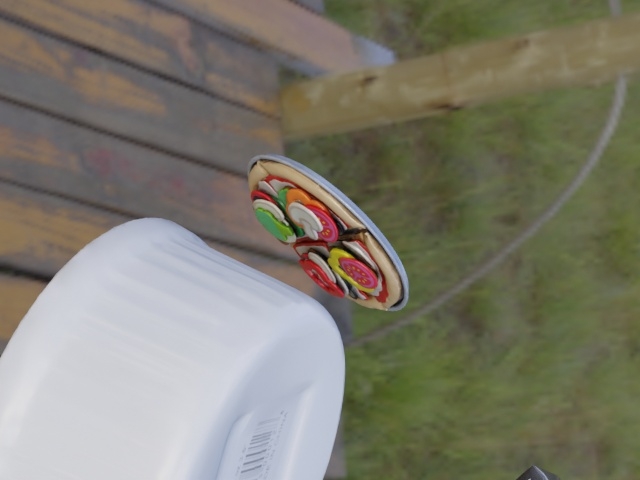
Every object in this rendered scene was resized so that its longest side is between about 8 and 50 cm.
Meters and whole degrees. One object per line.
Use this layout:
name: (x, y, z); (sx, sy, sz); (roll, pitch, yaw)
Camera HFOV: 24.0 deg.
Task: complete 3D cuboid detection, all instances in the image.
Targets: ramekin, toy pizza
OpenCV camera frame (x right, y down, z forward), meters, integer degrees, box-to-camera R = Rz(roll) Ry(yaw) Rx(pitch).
ramekin: (-0.096, 0.136, 0.991); (0.277, 0.135, 0.277); (-50, 151, -41)
toy pizza: (0.000, 0.000, 1.426); (0.032, 0.201, 0.201); (-46, 127, -18)

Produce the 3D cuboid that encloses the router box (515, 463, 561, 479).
router box: (0.286, 0.487, 1.957); (0.081, 0.243, 0.309); (31, 18, -50)
